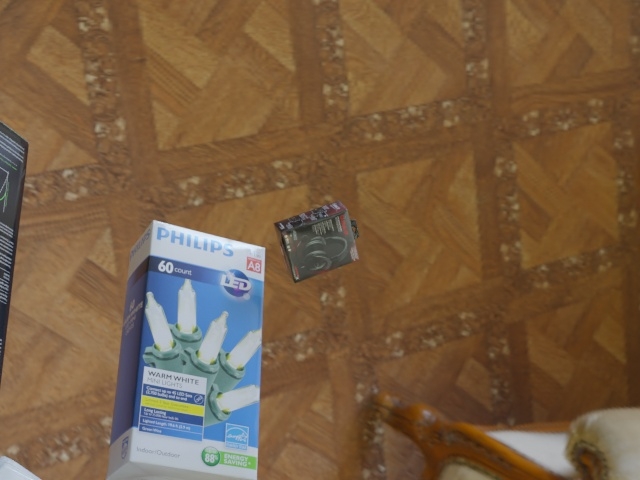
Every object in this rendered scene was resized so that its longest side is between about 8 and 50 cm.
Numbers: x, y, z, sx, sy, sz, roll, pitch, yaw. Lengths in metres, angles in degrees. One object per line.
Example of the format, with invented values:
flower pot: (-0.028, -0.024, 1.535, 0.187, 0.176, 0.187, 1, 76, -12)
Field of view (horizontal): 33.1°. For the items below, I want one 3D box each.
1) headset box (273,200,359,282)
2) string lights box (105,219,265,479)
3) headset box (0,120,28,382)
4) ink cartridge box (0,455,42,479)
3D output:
headset box: (0.000, 0.000, 1.131, 0.083, 0.032, 0.062, -18, 115, -10)
string lights box: (-0.134, 0.121, 1.105, 0.133, 0.077, 0.259, 14, 58, -23)
headset box: (-0.388, 0.035, 0.866, 0.131, 0.246, 0.283, 49, 42, -69)
ink cartridge box: (-0.295, 0.380, 0.869, 0.272, 0.130, 0.309, -51, 164, -43)
